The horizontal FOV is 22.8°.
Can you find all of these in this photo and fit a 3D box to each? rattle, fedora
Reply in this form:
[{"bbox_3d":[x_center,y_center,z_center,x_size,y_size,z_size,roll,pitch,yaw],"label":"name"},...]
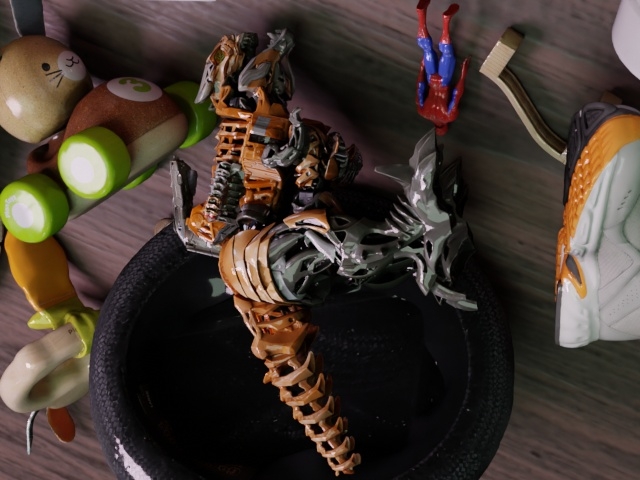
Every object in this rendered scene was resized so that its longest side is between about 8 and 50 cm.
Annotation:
[{"bbox_3d":[-0.263,0.096,1.457,0.143,0.130,0.199,40,155,7],"label":"rattle"},{"bbox_3d":[-0.014,0.115,1.287,0.334,0.334,0.152,20,162,9],"label":"fedora"}]

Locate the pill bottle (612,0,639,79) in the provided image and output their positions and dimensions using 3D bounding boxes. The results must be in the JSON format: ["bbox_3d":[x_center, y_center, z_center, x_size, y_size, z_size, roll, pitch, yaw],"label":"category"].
[{"bbox_3d":[0.283,-0.224,0.955,0.160,0.160,0.283,21,127,8],"label":"pill bottle"}]

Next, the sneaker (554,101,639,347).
[{"bbox_3d":[0.234,-0.010,1.143,0.121,0.099,0.262,2,149,6],"label":"sneaker"}]

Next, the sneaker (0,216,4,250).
[{"bbox_3d":[-0.357,-0.050,1.347,0.130,0.147,0.330,14,127,13],"label":"sneaker"}]

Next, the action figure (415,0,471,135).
[{"bbox_3d":[0.089,-0.126,1.185,0.038,0.030,0.115,14,131,20],"label":"action figure"}]

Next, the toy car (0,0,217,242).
[{"bbox_3d":[-0.204,-0.120,1.246,0.149,0.155,0.188,-32,93,35],"label":"toy car"}]

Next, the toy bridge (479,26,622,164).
[{"bbox_3d":[0.199,-0.081,1.170,0.188,0.026,0.063,33,131,-1],"label":"toy bridge"}]

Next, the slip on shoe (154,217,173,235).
[{"bbox_3d":[-0.101,0.036,1.367,0.135,0.051,0.041,55,165,-27],"label":"slip on shoe"}]

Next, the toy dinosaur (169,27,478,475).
[{"bbox_3d":[0.000,0.000,1.189,0.218,0.164,0.321,-10,104,11],"label":"toy dinosaur"}]
